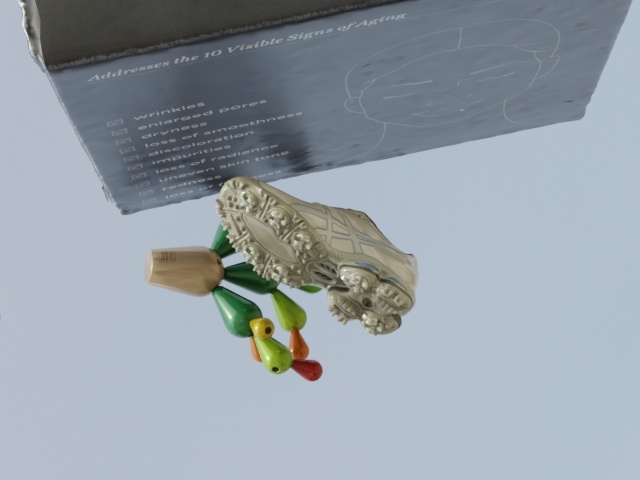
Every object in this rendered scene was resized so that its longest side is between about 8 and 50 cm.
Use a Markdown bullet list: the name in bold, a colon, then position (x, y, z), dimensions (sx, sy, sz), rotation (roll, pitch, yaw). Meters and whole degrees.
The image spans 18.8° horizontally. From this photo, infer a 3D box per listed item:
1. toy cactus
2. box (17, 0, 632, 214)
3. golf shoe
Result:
- **toy cactus**: position (-0.076, 0.032, 1.860), dimensions (0.181, 0.112, 0.219), rotation (5, -117, -18)
- **box**: position (-0.002, -0.253, 1.659), dimensions (0.480, 0.472, 0.297), rotation (-12, -101, -2)
- **golf shoe**: position (0.000, 0.000, 1.511), dimensions (0.176, 0.069, 0.086), rotation (36, -141, -6)
